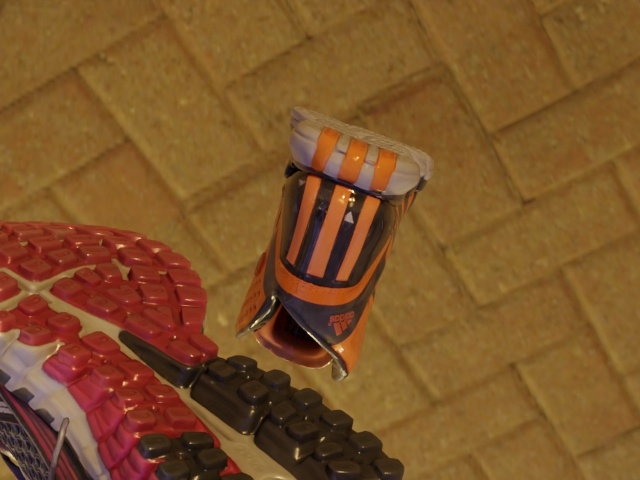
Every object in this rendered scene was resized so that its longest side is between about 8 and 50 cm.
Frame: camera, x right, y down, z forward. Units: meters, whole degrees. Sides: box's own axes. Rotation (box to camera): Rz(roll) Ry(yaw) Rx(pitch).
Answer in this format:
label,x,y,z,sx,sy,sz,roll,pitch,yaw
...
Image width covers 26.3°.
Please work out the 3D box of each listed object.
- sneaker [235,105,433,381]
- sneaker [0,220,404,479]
label,x,y,z,sx,sy,sz,roll,pitch,yaw
sneaker,0.000,0.000,1.052,0.124,0.321,0.180,21,98,6
sneaker,-0.090,0.081,0.559,0.121,0.299,0.112,-4,121,-37
